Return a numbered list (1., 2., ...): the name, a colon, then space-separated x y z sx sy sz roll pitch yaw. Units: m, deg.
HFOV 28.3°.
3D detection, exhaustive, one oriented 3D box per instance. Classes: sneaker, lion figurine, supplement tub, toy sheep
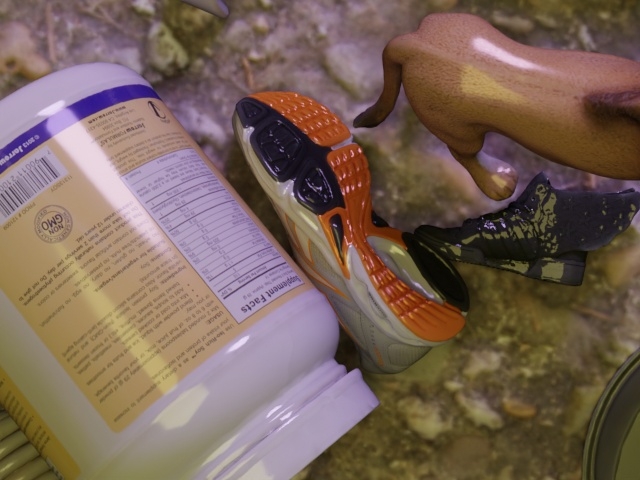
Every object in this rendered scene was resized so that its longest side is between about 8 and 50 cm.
1. sneaker: 0.000 0.000 1.025 0.262 0.099 0.121 55 141 16
2. lion figurine: 0.175 -0.095 0.876 0.392 0.240 0.142 5 81 20
3. sneaker: 0.165 -0.017 1.024 0.170 0.051 0.089 13 95 3
4. supplement tub: -0.137 0.059 0.957 0.241 0.241 0.331 -41 83 9
5. toy sheep: -0.261 0.190 1.083 0.091 0.091 0.132 -39 85 9

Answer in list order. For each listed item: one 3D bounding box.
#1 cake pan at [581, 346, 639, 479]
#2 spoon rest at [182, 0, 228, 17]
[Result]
1. cake pan: 0.360 0.196 1.017 0.293 0.054 0.293 1 96 7
2. spoon rest: -0.053 -0.315 1.002 0.137 0.084 0.276 23 99 4
